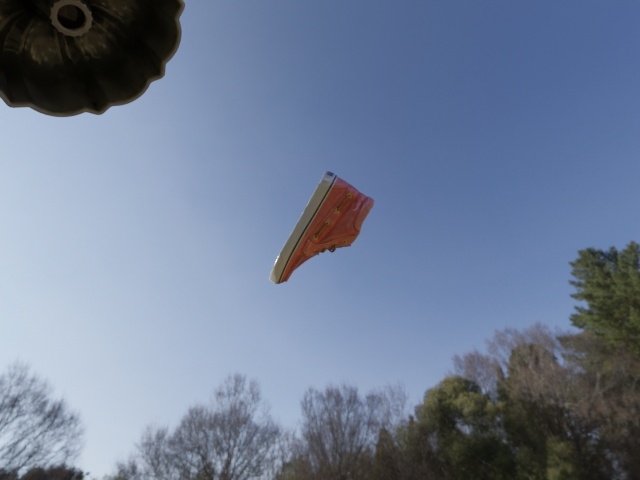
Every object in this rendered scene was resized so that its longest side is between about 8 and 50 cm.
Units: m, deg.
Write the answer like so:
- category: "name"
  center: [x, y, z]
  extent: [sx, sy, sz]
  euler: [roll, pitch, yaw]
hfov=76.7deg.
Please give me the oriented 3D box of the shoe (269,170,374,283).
- category: "shoe"
  center: [0.000, 0.000, 0.559]
  extent: [0.081, 0.063, 0.178]
  euler: [29, -75, -3]

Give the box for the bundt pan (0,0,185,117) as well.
- category: "bundt pan"
  center: [-0.380, -0.351, 0.583]
  extent: [0.331, 0.124, 0.331]
  euler: [-33, -22, -15]
